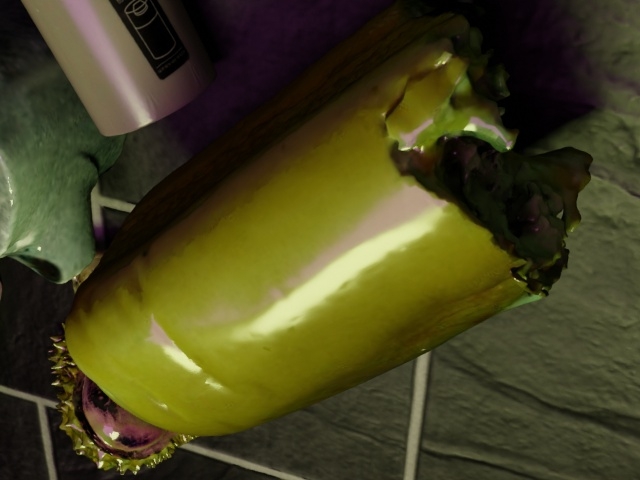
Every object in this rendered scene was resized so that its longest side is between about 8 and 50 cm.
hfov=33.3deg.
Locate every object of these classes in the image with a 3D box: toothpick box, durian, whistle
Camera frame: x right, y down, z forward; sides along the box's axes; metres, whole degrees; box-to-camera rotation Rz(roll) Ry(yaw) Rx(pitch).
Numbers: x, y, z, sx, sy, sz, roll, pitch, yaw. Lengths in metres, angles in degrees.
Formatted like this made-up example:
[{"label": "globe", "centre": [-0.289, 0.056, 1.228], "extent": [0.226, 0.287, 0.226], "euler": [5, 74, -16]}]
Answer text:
[{"label": "toothpick box", "centre": [-0.167, -0.184, 0.819], "extent": [0.111, 0.111, 0.181], "euler": [-12, 118, 30]}, {"label": "durian", "centre": [-0.229, 0.184, 1.100], "extent": [0.186, 0.108, 0.119], "euler": [44, 128, -9]}, {"label": "whistle", "centre": [-0.343, -0.134, 0.899], "extent": [0.404, 0.168, 0.188], "euler": [33, 128, 6]}]

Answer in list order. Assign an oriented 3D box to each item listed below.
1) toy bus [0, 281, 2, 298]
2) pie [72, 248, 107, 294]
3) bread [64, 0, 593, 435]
[{"label": "toy bus", "centre": [-0.434, 0.111, 1.135], "extent": [0.147, 0.127, 0.303], "euler": [22, 127, 3]}, {"label": "pie", "centre": [-0.117, 0.060, 0.993], "extent": [0.282, 0.068, 0.129], "euler": [2, 122, 25]}, {"label": "bread", "centre": [0.000, 0.000, 0.769], "extent": [0.376, 0.251, 0.208], "euler": [-30, 107, 25]}]
